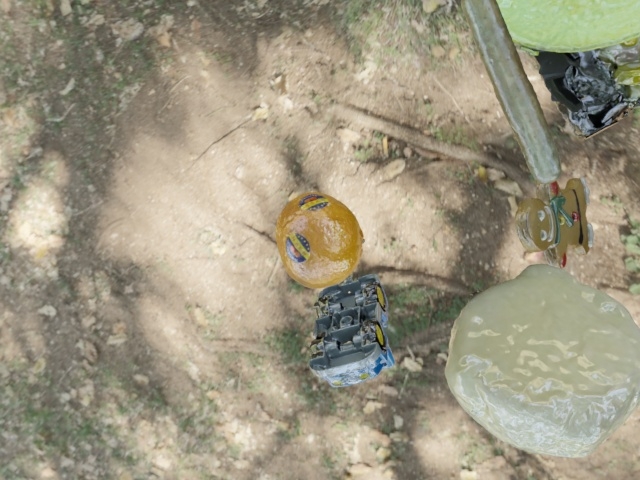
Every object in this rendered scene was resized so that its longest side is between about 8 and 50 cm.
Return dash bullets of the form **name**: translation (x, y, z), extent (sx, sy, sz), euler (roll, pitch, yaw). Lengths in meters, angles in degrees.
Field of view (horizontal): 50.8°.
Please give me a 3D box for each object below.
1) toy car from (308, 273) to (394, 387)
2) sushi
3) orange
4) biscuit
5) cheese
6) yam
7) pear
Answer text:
- **toy car**: translation (0.049, 0.134, 0.937), extent (0.097, 0.191, 0.100), euler (-18, 119, 17)
- **sushi**: translation (0.692, -0.448, 1.675), extent (0.285, 0.329, 0.327), euler (-31, 82, 22)
- **orange**: translation (-0.003, -0.001, 1.214), extent (0.155, 0.178, 0.177), euler (-21, 113, -20)
- **biscuit**: translation (0.496, -0.040, 1.401), extent (0.049, 0.302, 0.196), euler (-11, 86, 45)
- **cheese**: translation (0.360, 0.181, 1.085), extent (0.318, 0.326, 0.115), euler (2, 133, 6)
- **yam**: translation (0.108, -0.085, 0.377), extent (0.021, 0.021, 0.116), euler (-22, 101, 17)
- **pear**: translation (0.381, -0.467, 1.011), extent (0.343, 0.317, 0.238), euler (-1, 155, 7)
